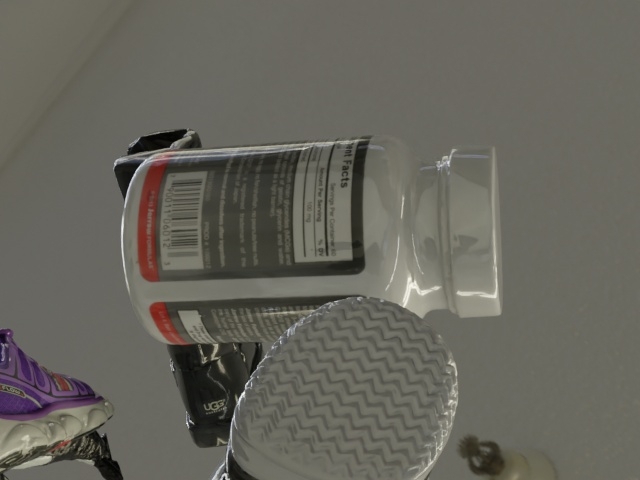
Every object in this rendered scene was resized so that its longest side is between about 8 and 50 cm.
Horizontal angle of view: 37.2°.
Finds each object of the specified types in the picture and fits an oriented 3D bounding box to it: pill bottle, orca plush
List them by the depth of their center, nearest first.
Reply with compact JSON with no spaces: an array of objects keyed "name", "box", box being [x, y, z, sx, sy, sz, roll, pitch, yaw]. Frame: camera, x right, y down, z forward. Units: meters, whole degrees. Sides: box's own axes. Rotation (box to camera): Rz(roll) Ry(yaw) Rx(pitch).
[{"name":"pill bottle","box":[0.000,0.000,0.983,0.363,0.210,0.210,-2,-126,12]},{"name":"orca plush","box":[-0.352,0.250,1.199,0.102,0.287,0.151,-20,-134,35]}]

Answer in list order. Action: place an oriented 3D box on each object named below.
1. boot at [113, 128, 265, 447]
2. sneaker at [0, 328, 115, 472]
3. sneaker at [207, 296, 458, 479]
[{"name":"boot","box":[-0.203,0.040,1.481,0.146,0.445,0.367,-17,-159,-5]},{"name":"sneaker","box":[-0.146,0.071,0.455,0.068,0.170,0.071,-23,-96,-8]},{"name":"sneaker","box":[-0.043,0.213,0.578,0.137,0.210,0.366,34,-102,17]}]
